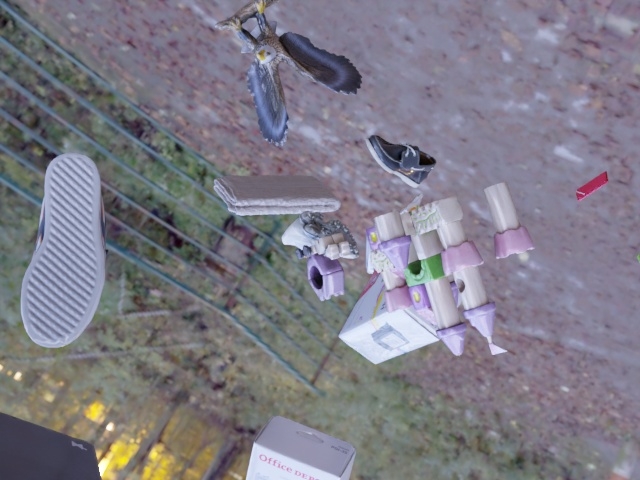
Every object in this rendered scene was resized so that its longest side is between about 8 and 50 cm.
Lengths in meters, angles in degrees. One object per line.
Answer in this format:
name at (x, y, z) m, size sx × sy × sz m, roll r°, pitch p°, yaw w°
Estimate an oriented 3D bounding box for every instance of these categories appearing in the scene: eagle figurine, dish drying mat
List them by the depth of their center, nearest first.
eagle figurine at (-0.086, -0.378, 1.743) m, size 0.298 × 0.225 × 0.226 m, roll 53°, pitch 141°, yaw -6°
dish drying mat at (0.588, -0.118, 1.760) m, size 0.008 × 0.032 × 0.083 m, roll 24°, pitch 140°, yaw -23°

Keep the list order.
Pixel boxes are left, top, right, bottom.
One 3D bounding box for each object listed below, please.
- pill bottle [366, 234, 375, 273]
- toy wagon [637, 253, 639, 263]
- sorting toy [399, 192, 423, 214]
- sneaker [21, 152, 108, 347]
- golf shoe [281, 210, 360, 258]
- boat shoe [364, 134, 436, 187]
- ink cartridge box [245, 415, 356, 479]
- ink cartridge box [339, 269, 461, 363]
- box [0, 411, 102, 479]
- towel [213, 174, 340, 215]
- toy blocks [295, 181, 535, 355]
pill bottle at (0.231, 0.034, 2.223) m, size 0.208 × 0.119 × 0.119 m, roll 1°, pitch 160°, yaw 0°
toy wagon at (0.700, -0.005, 1.442) m, size 0.068 × 0.267 × 0.344 m, roll 67°, pitch -162°, yaw 5°
sorting toy at (0.265, -0.098, 2.297) m, size 0.044 × 0.075 × 0.083 m, roll 30°, pitch 168°, yaw -3°
sneaker at (-0.414, 0.026, 1.343) m, size 0.126 × 0.321 × 0.127 m, roll 8°, pitch 161°, yaw -11°
golf shoe at (0.000, 0.000, 1.539) m, size 0.086 × 0.069 × 0.176 m, roll -33°, pitch 141°, yaw 28°
boat shoe at (0.173, -0.186, 1.756) m, size 0.233 × 0.079 × 0.084 m, roll 21°, pitch -142°, yaw -53°
ink cartridge box at (-0.060, 0.555, 1.772) m, size 0.207 × 0.283 × 0.117 m, roll 18°, pitch -156°, yaw 14°
ink cartridge box at (0.199, 0.143, 1.901) m, size 0.131 × 0.226 × 0.306 m, roll 37°, pitch 150°, yaw -8°
box at (-0.520, 0.536, 1.122) m, size 0.297 × 0.472 × 0.480 m, roll 28°, pitch 178°, yaw -22°
towel at (-0.108, -0.111, 1.986) m, size 0.282 × 0.049 × 0.187 m, roll -2°, pitch -155°, yaw -22°
toy blocks at (0.176, 0.080, 1.386) m, size 0.288 × 0.308 × 0.260 m, roll -23°, pitch 83°, yaw 63°
